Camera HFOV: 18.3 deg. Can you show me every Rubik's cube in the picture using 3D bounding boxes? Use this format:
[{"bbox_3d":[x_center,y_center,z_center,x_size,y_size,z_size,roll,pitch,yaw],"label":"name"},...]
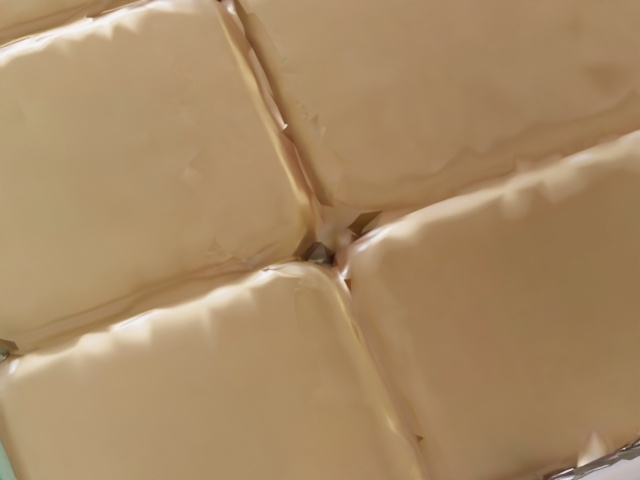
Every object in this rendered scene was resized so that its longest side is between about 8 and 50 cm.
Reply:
[{"bbox_3d":[0.000,0.000,0.567,0.221,0.231,0.224,-19,73,-12],"label":"Rubik's cube"}]
